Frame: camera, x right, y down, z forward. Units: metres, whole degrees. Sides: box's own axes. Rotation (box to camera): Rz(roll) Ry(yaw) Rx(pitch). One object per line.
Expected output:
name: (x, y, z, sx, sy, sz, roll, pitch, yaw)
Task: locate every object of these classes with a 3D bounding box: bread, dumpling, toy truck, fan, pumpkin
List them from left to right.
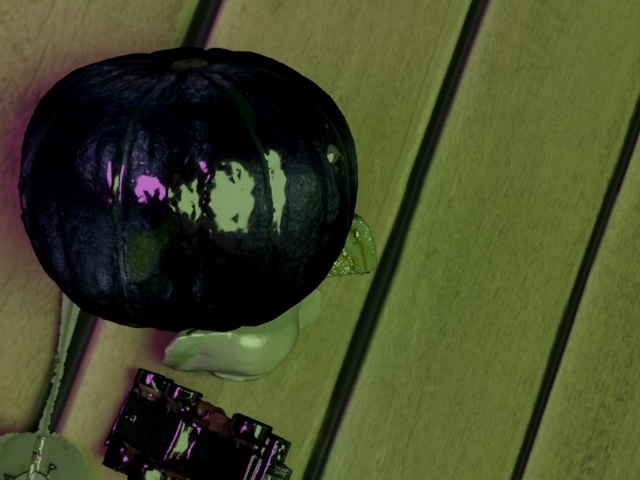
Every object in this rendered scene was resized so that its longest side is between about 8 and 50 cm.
fan: (-0.324, 0.246, 1.238, 0.233, 0.012, 0.415, 30, 68, -52)
pumpkin: (-0.141, -0.060, 1.152, 0.363, 0.363, 0.266, -19, 123, -35)
toy truck: (-0.135, 0.248, 1.269, 0.127, 0.257, 0.127, 32, 77, -41)
dumpling: (-0.103, 0.126, 1.374, 0.228, 0.124, 0.151, -9, 143, -31)
bread: (-0.004, -0.001, 1.431, 0.156, 0.103, 0.110, -8, 99, -39)
